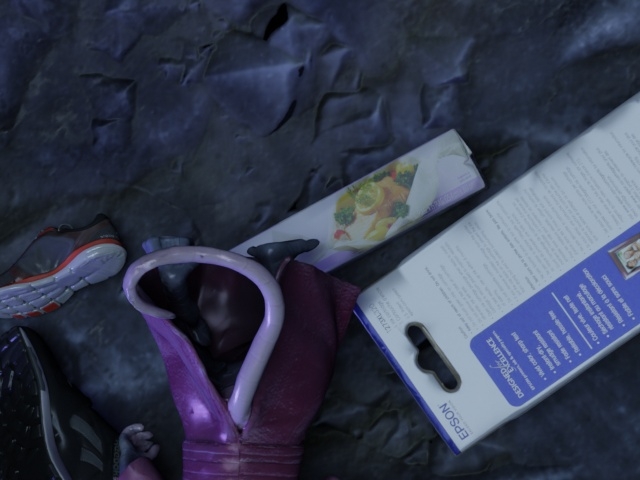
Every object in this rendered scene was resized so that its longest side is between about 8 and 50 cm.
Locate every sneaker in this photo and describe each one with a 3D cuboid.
[{"bbox_3d":[-0.224,0.208,1.713,0.107,0.124,0.283,-46,55,34],"label":"sneaker"},{"bbox_3d":[-0.258,0.023,1.747,0.158,0.061,0.065,-22,58,7],"label":"sneaker"}]

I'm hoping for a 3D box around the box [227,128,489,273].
[{"bbox_3d":[0.000,0.000,1.691,0.324,0.067,0.063,-29,85,8],"label":"box"}]

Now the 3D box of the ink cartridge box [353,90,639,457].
[{"bbox_3d":[0.225,0.019,1.655,0.371,0.069,0.175,-35,84,4],"label":"ink cartridge box"}]

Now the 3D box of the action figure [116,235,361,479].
[{"bbox_3d":[-0.053,0.182,1.571,0.248,0.276,0.370,1,90,-4],"label":"action figure"}]
